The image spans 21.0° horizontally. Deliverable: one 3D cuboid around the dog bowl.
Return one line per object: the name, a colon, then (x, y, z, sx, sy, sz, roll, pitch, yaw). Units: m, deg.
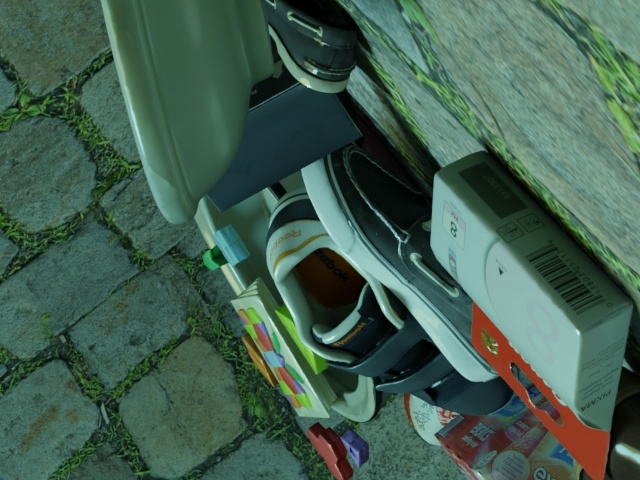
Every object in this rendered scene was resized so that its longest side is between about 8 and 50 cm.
dog bowl: (0.000, 0.000, 1.994, 0.408, 0.150, 0.408, 50, 162, 23)

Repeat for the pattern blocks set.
pattern blocks set: (-0.045, 0.135, 2.059, 0.325, 0.026, 0.285, 55, 163, 10)

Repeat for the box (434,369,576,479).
box: (0.237, 0.228, 1.805, 0.142, 0.154, 0.300, 52, 176, -3)

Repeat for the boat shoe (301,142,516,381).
boat shoe: (0.107, 0.006, 1.639, 0.301, 0.102, 0.108, 50, -143, -13)

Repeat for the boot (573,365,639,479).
boot: (0.288, 0.218, 1.405, 0.207, 0.090, 0.248, 52, 175, 45)

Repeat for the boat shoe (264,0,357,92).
boat shoe: (-0.024, -0.217, 1.531, 0.206, 0.075, 0.065, 57, 138, 36)

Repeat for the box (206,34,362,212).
box: (-0.062, -0.135, 1.612, 0.093, 0.156, 0.158, 54, -167, -40)

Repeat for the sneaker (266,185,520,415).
sneaker: (0.067, 0.090, 1.727, 0.321, 0.126, 0.127, 39, -152, -14)

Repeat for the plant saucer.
plant saucer: (-0.099, -0.215, 1.255, 0.400, 0.100, 0.400, -10, -90, -90)

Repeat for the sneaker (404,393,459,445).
sneaker: (0.179, 0.187, 2.116, 0.145, 0.090, 0.270, 46, 147, 41)

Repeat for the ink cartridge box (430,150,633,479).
ink cartridge box: (0.155, 0.073, 1.336, 0.189, 0.066, 0.232, 50, 151, 36)
